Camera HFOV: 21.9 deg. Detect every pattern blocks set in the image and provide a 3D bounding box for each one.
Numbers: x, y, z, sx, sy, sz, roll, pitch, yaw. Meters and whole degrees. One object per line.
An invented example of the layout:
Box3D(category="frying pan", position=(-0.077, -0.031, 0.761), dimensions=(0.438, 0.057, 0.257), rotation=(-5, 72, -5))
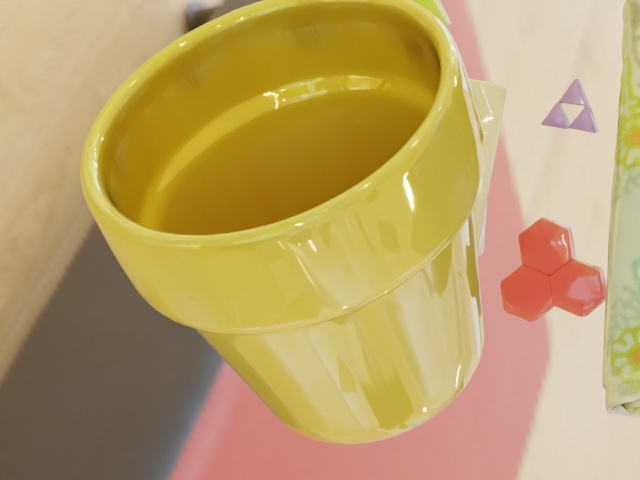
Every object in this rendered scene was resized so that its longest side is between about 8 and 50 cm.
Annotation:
Box3D(category="pattern blocks set", position=(0.052, -0.062, 1.269), dimensions=(0.026, 0.325, 0.285), rotation=(-15, 102, -68))

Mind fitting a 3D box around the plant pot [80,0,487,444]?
Box3D(category="plant pot", position=(0.000, 0.000, 1.103), dimensions=(0.254, 0.254, 0.239), rotation=(-67, 146, -42))

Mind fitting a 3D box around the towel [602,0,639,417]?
Box3D(category="towel", position=(0.338, -0.064, 1.068), dimensions=(0.090, 0.321, 0.374), rotation=(25, 66, -48))
